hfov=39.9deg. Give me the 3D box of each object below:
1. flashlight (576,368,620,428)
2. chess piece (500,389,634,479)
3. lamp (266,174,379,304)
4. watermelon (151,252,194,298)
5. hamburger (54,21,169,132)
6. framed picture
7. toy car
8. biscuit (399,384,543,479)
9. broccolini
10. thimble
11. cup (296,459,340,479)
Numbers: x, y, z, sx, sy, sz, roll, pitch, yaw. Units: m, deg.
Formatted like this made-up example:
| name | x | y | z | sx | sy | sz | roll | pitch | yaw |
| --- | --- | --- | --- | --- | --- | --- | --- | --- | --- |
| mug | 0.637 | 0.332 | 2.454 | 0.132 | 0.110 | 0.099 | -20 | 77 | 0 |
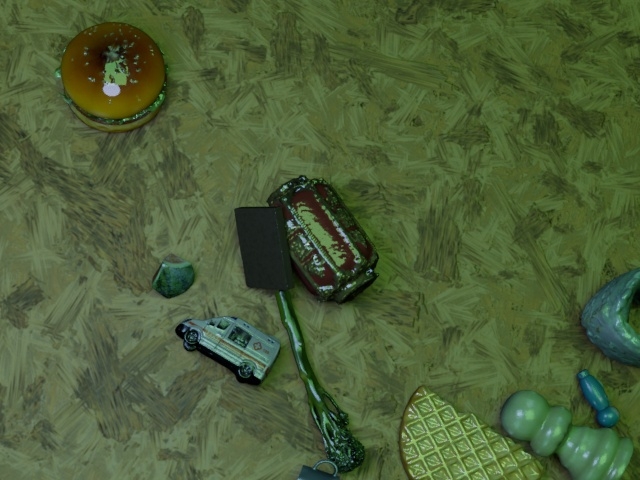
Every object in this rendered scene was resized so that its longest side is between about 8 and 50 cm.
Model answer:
| name | x | y | z | sx | sy | sz | roll | pitch | yaw |
| --- | --- | --- | --- | --- | --- | --- | --- | --- | --- |
| flashlight | 0.581 | 0.333 | 1.853 | 0.051 | 0.051 | 0.129 | -26 | 74 | -14 |
| chess piece | 0.483 | 0.395 | 1.779 | 0.251 | 0.144 | 0.144 | 32 | 72 | 8 |
| lamp | 0.000 | 0.000 | 1.828 | 0.177 | 0.177 | 0.274 | -33 | 80 | -15 |
| watermelon | -0.303 | 0.070 | 1.823 | 0.092 | 0.084 | 0.072 | 19 | 42 | -39 |
| hamburger | -0.445 | -0.360 | 1.881 | 0.246 | 0.170 | 0.246 | 2 | 74 | -8 |
| framed picture | -0.116 | 0.015 | 1.799 | 0.023 | 0.128 | 0.168 | -18 | 104 | -44 |
| toy car | -0.186 | 0.204 | 1.778 | 0.210 | 0.089 | 0.108 | 30 | 71 | 1 |
| biscuit | 0.286 | 0.450 | 1.783 | 0.309 | 0.040 | 0.204 | 34 | 72 | 4 |
| broccolini | 0.001 | 0.279 | 1.798 | 0.079 | 0.074 | 0.392 | -27 | 72 | 28 |
| thimble | 0.686 | 0.161 | 1.854 | 0.250 | 0.172 | 0.205 | -1 | 75 | -9 |
| cup | -0.007 | 0.473 | 1.719 | 0.077 | 0.078 | 0.100 | 22 | 86 | 5 |
